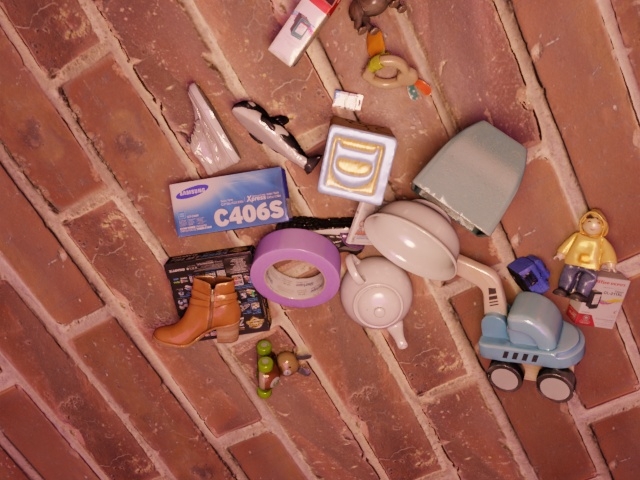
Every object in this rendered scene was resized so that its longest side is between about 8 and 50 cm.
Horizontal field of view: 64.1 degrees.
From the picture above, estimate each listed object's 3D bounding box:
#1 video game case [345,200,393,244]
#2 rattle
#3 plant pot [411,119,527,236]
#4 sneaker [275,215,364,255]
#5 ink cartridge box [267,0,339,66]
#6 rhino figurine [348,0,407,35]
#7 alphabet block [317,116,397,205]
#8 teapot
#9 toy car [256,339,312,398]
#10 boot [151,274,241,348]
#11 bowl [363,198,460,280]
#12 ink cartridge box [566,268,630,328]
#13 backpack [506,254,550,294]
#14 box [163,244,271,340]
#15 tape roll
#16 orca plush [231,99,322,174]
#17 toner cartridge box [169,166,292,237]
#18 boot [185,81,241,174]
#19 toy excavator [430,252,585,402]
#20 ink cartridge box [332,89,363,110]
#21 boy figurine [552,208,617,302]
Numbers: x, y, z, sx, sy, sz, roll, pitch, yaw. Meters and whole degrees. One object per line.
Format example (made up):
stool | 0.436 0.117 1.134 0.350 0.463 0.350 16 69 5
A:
video game case | 0.152 -0.055 1.544 0.019 0.157 0.143 31 108 39
rattle | 0.218 -0.492 1.437 0.199 0.143 0.130 8 144 -16
plant pot | 0.426 -0.180 1.414 0.247 0.248 0.252 37 96 8
sneaker | 0.000 0.000 1.592 0.283 0.107 0.124 2 116 2
ink cartridge box | -0.036 -0.581 1.360 0.078 0.134 0.231 36 107 -10
rhino figurine | 0.179 -0.649 1.350 0.243 0.073 0.106 -35 70 13
alphabet block | 0.100 -0.231 1.450 0.192 0.197 0.193 14 110 -2
teapot | 0.175 0.179 1.603 0.256 0.187 0.253 13 110 -1
toy car | -0.123 0.436 1.745 0.188 0.149 0.155 -1 123 -10
boot | -0.394 0.221 1.608 0.283 0.109 0.220 0 111 0
bowl | 0.283 -0.024 1.469 0.298 0.298 0.134 39 70 -11
ink cartridge box | 0.884 0.182 1.631 0.127 0.072 0.175 8 111 0
backpack | 0.666 0.116 1.604 0.101 0.098 0.120 -33 105 9
box | -0.333 0.179 1.687 0.295 0.073 0.293 -9 111 6
tape roll | -0.074 0.090 1.577 0.274 0.090 0.275 4 136 4
orca plush | -0.112 -0.323 1.476 0.287 0.151 0.102 33 73 6
toner cartridge box | -0.270 -0.114 1.552 0.347 0.075 0.165 -9 91 6
boot | -0.346 -0.317 1.490 0.123 0.095 0.258 -26 108 4
toy excavator | 0.568 0.221 1.568 0.432 0.222 0.445 2 116 34
ink cartridge box | 0.080 -0.403 1.476 0.083 0.028 0.048 10 111 -2
boy figurine | 0.809 0.045 1.546 0.177 0.092 0.285 23 99 40
